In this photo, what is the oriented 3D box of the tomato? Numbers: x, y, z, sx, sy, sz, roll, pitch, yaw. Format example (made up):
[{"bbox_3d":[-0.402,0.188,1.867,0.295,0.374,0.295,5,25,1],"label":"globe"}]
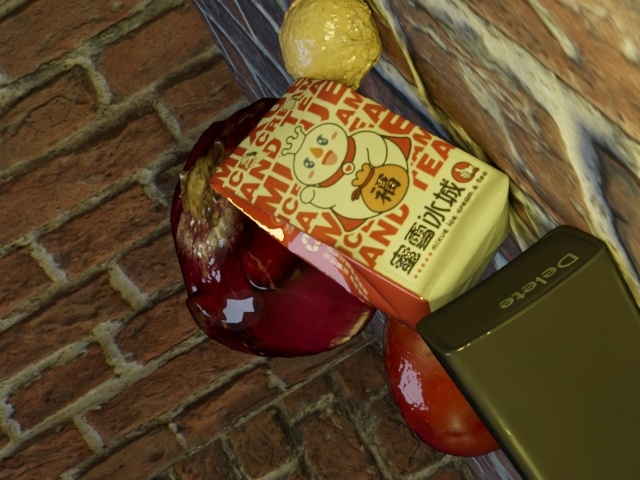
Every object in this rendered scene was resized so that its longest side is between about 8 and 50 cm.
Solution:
[{"bbox_3d":[0.194,0.220,2.055,0.335,0.176,0.290,60,179,-41],"label":"tomato"}]

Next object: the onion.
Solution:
[{"bbox_3d":[0.000,0.000,1.885,0.420,0.398,0.398,17,-152,-44],"label":"onion"}]

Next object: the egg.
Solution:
[{"bbox_3d":[0.012,-0.221,1.385,0.140,0.116,0.118,122,160,-71],"label":"egg"}]

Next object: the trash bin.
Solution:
[{"bbox_3d":[0.218,0.130,1.096,0.225,0.165,0.115,57,176,-13],"label":"trash bin"}]

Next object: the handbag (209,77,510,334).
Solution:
[{"bbox_3d":[0.037,-0.045,1.304,0.298,0.171,0.151,31,167,18],"label":"handbag"}]
